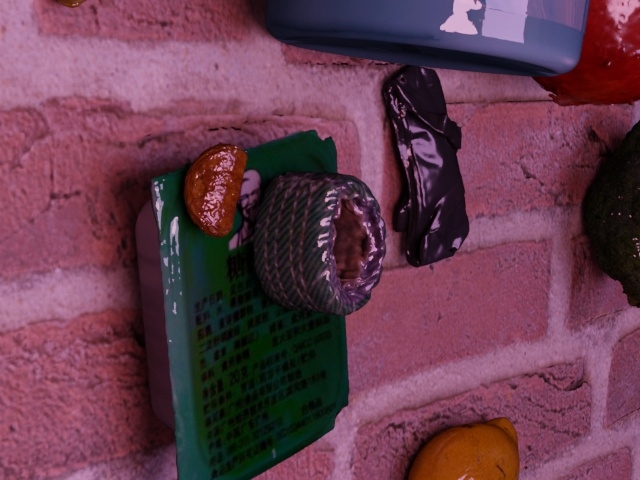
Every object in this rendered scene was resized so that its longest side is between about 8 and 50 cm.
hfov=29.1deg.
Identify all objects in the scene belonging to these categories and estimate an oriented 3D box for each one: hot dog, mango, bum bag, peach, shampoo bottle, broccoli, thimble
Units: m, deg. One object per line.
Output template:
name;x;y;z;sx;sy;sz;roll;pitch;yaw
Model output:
hot dog;-0.092;-0.045;1.089;0.058;0.035;0.083;22;78;-51
mango;0.210;0.318;1.669;0.262;0.109;0.157;-18;107;-51
bum bag;0.135;-0.094;1.524;0.123;0.060;0.248;-28;118;-45
peach;0.392;-0.339;1.577;0.370;0.370;0.370;-15;109;-50
shampoo bottle;0.118;-0.352;1.229;0.331;0.331;0.342;2;98;-52
broccoli;0.551;-0.039;1.909;0.304;0.283;0.321;-59;159;-76
thimble;0.001;0.002;1.177;0.118;0.090;0.135;-5;99;-55

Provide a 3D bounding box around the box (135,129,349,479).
box;-0.091;0.066;1.230;0.264;0.106;0.336;-21;113;-49

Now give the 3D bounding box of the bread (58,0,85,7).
bread;-0.209;-0.244;1.070;0.049;0.034;0.088;41;61;-32
